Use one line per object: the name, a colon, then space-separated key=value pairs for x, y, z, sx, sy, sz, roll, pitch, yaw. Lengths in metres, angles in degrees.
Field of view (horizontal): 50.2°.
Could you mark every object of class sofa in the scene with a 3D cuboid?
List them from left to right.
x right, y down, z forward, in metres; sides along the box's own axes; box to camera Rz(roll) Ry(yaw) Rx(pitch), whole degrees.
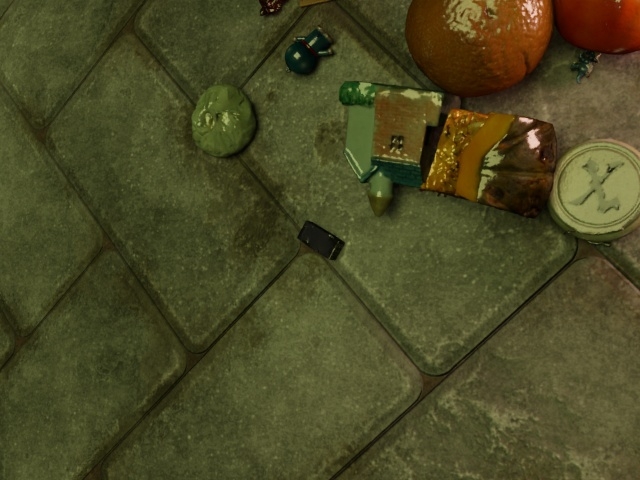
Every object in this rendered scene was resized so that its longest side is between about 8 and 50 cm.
sofa: x=0.000 y=0.000 z=1.815 sx=0.118 sy=0.039 sz=0.060 roll=33 pitch=97 yaw=26

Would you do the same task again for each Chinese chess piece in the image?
Chinese chess piece: x=0.614 y=-0.106 z=1.501 sx=0.238 sy=0.092 sz=0.237 roll=-2 pitch=84 yaw=25

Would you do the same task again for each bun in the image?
bun: x=-0.292 y=-0.345 z=1.947 sx=0.204 sy=0.126 sz=0.212 roll=-32 pitch=71 yaw=17

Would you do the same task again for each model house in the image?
model house: x=0.179 y=-0.221 z=1.699 sx=0.267 sy=0.194 sz=0.324 roll=13 pitch=104 yaw=24

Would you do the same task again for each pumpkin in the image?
pumpkin: x=0.384 y=-0.171 z=1.517 sx=0.303 sy=0.256 sz=0.225 roll=32 pitch=111 yaw=57

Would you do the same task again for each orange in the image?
orange: x=0.351 y=-0.484 z=1.531 sx=0.322 sy=0.357 sz=0.321 roll=0 pitch=104 yaw=0

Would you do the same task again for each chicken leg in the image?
chicken leg: x=-0.114 y=-0.735 z=1.945 sx=0.089 sy=0.048 sz=0.219 roll=37 pitch=101 yaw=21

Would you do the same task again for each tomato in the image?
tomato: x=0.620 y=-0.496 z=1.467 sx=0.260 sy=0.260 sz=0.179 roll=18 pitch=112 yaw=26

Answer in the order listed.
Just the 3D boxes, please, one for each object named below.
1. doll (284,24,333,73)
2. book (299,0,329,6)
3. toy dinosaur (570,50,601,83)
doll: x=-0.039 y=-0.515 z=1.870 sx=0.152 sy=0.085 sz=0.114 roll=-46 pitch=79 yaw=4
book: x=0.019 y=-0.721 z=1.899 sx=0.172 sy=0.012 sz=0.118 roll=-2 pitch=83 yaw=26
toy dinosaur: x=0.609 y=-0.403 z=1.569 sx=0.047 sy=0.031 sz=0.083 roll=42 pitch=103 yaw=26
